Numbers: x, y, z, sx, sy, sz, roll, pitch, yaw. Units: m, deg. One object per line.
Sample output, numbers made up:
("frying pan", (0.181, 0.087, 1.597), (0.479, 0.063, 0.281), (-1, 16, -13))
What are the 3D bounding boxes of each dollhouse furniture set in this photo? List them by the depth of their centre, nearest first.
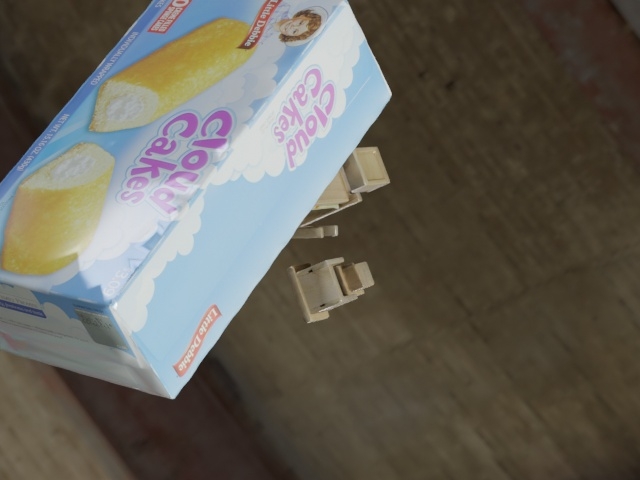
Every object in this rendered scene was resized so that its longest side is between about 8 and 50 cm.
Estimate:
("dollhouse furniture set", (0.000, 0.000, 1.646), (0.101, 0.182, 0.161), (-23, -98, 30))

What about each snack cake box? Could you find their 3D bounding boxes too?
("snack cake box", (-0.092, -0.040, 1.018), (0.152, 0.264, 0.089), (10, -37, 37))
